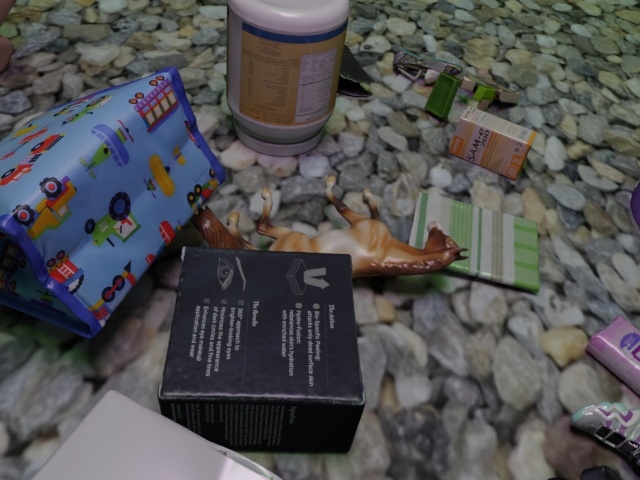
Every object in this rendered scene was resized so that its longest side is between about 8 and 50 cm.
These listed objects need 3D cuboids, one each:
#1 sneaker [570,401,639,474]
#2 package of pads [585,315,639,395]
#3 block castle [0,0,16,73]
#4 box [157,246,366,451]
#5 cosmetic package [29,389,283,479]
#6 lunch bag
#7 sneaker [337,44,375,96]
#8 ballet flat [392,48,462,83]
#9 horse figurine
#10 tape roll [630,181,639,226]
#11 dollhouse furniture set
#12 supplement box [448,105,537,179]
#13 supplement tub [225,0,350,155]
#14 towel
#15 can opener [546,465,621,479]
[{"bbox_3d":[0.276,0.183,0.540,0.098,0.038,0.069,6,45,-3],"label":"sneaker"},{"bbox_3d":[0.316,0.119,0.613,0.050,0.032,0.083,-27,56,-27],"label":"package of pads"},{"bbox_3d":[-0.529,-0.354,0.645,0.212,0.453,0.303,29,49,8],"label":"block castle"},{"bbox_3d":[-0.049,0.094,0.535,0.158,0.093,0.156,3,46,-5],"label":"box"},{"bbox_3d":[-0.133,0.293,0.290,0.217,0.156,0.385,26,47,15],"label":"cosmetic package"},{"bbox_3d":[-0.284,-0.052,0.600,0.293,0.138,0.221,7,46,29],"label":"lunch bag"},{"bbox_3d":[0.006,-0.279,0.938,0.089,0.051,0.170,-16,56,-23],"label":"sneaker"},{"bbox_3d":[0.164,-0.267,0.958,0.114,0.041,0.041,23,47,24],"label":"ballet flat"},{"bbox_3d":[0.000,0.000,0.655,0.263,0.066,0.174,-10,44,-19],"label":"horse figurine"},{"bbox_3d":[0.505,-0.047,0.771,0.188,0.080,0.189,5,45,-5],"label":"tape roll"},{"bbox_3d":[0.231,-0.215,0.929,0.151,0.059,0.076,-7,37,-42],"label":"dollhouse furniture set"},{"bbox_3d":[0.230,-0.131,0.819,0.098,0.062,0.036,25,49,16],"label":"supplement box"},{"bbox_3d":[-0.046,-0.222,0.766,0.144,0.200,0.144,5,46,-5],"label":"supplement tub"},{"bbox_3d":[0.179,0.003,0.715,0.152,0.023,0.113,15,48,3],"label":"towel"},{"bbox_3d":[0.206,0.263,0.440,0.059,0.073,0.186,7,54,-14],"label":"can opener"}]
